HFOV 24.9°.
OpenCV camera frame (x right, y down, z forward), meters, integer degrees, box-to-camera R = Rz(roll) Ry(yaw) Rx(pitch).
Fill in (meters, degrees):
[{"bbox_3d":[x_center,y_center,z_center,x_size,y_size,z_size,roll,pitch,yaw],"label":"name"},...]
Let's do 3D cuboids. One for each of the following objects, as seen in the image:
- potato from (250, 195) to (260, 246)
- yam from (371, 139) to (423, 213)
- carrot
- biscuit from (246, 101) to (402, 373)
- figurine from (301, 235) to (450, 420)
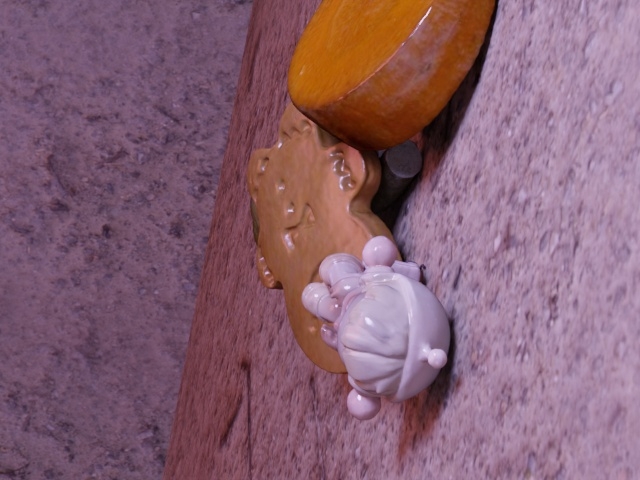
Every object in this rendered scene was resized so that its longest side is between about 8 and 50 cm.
[{"bbox_3d":[-0.010,-0.072,2.004,0.178,0.160,0.235,47,119,45],"label":"potato"},{"bbox_3d":[0.083,-0.077,1.794,0.132,0.054,0.054,130,149,-63],"label":"yam"},{"bbox_3d":[0.091,-0.247,1.660,0.307,0.100,0.258,-46,35,25],"label":"carrot"},{"bbox_3d":[-0.002,0.000,1.810,0.275,0.052,0.354,-47,53,45],"label":"biscuit"},{"bbox_3d":[0.068,0.101,1.554,0.182,0.145,0.256,-57,14,9],"label":"figurine"}]
